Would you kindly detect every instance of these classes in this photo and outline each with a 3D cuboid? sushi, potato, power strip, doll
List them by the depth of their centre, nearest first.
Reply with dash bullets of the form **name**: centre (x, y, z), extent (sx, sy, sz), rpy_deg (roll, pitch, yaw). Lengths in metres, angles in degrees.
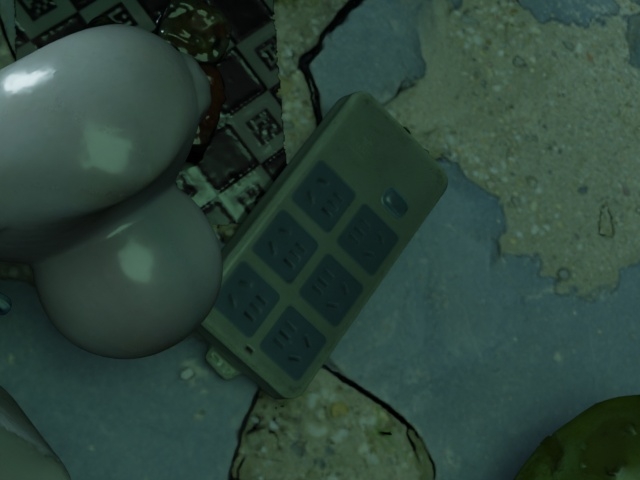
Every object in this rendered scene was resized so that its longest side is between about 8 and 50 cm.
- **doll**: centre (-0.148, -0.020, 0.806), extent (0.221, 0.251, 0.221), rpy_deg (5, 75, -18)
- **sushi**: centre (-0.128, -0.129, 0.948), extent (0.219, 0.047, 0.231), rpy_deg (-1, 79, -20)
- **potato**: centre (0.240, 0.233, 0.954), extent (0.253, 0.148, 0.186), rpy_deg (-32, 75, -15)
- **power strip**: centre (0.000, 0.000, 0.962), extent (0.118, 0.046, 0.270), rpy_deg (43, 67, -15)

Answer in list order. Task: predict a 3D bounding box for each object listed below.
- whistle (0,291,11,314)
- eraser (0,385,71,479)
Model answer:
- **whistle**: centre (-0.287, 0.031, 0.847), extent (0.158, 0.090, 0.090), rpy_deg (11, 71, 22)
- **eraser**: centre (-0.359, 0.166, 0.706), extent (0.331, 0.150, 0.331), rpy_deg (-13, 113, -32)
